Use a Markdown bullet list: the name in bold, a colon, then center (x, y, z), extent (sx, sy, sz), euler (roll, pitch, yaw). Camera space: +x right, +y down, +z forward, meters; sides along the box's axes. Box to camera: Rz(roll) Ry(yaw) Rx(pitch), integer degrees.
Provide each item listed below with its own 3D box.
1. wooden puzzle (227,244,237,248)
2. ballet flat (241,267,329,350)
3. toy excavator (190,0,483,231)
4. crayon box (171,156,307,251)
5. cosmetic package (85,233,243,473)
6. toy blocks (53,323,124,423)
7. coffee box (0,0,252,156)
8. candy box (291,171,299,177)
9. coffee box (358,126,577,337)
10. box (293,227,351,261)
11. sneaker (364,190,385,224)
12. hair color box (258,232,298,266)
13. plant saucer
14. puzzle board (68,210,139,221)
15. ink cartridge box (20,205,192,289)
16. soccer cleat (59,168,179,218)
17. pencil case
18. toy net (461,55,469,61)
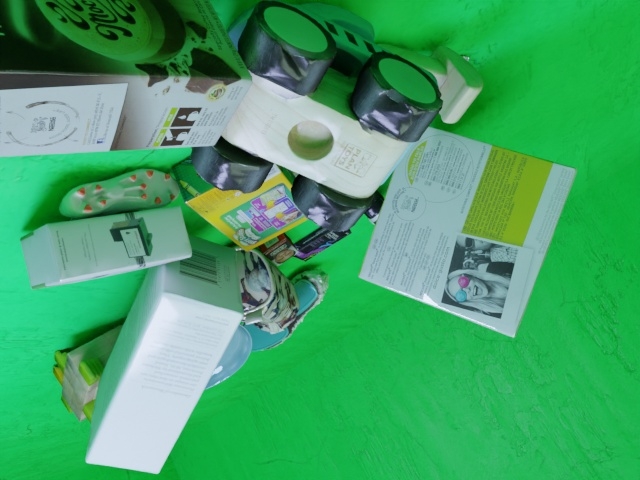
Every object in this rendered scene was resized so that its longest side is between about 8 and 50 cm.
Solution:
- **wooden puzzle**: center (-0.211, 0.024, 1.456), extent (0.116, 0.014, 0.078), euler (-22, 165, -19)
- **ballet flat**: center (-0.108, 0.224, 1.961), extent (0.409, 0.147, 0.147), euler (-41, 158, 32)
- **toy excavator**: center (0.068, -0.231, 0.892), extent (0.433, 0.445, 0.222), euler (22, 131, -15)
- **crayon box**: center (-0.131, -0.087, 1.123), extent (0.165, 0.081, 0.278), euler (-28, 156, 5)
- **cosmetic package**: center (-0.323, 0.231, 1.232), extent (0.161, 0.230, 0.453), euler (20, 116, -22)
- **toy blocks**: center (-0.528, 0.323, 1.587), extent (0.261, 0.191, 0.381), euler (-29, 164, -37)
- **coffee box**: center (-0.243, -0.187, 0.609), extent (0.297, 0.168, 0.119), euler (-12, 156, -41)
- **candy box**: center (-0.036, -0.118, 1.306), extent (0.105, 0.027, 0.206), euler (-37, 159, 19)
- **coffee box**: center (0.323, -0.032, 1.307), extent (0.337, 0.334, 0.338), euler (-3, 111, -70)
- **box**: center (0.000, 0.000, 1.668), extent (0.162, 0.029, 0.116), euler (-34, 161, 11)
- **sneaker**: center (0.135, -0.098, 1.540), extent (0.079, 0.121, 0.217), euler (-42, -165, 4)
- **hair color box**: center (-0.108, 0.016, 1.528), extent (0.072, 0.043, 0.141), euler (-34, 162, 2)
- **plant saucer**: center (-0.326, 0.277, 1.478), extent (0.317, 0.044, 0.317), euler (-16, 140, -14)
- **puzzle board**: center (-0.397, -0.018, 1.080), extent (0.128, 0.011, 0.096), euler (-7, 152, -46)
- **ink cartridge box**: center (-0.348, 0.011, 0.987), extent (0.219, 0.092, 0.160), euler (-13, -179, -41)
- **soccer cleat**: center (-0.322, -0.074, 0.974), extent (0.076, 0.068, 0.196), euler (-11, -177, 45)
- **pencil case**: center (-0.159, 0.146, 1.561), extent (0.160, 0.183, 0.410), euler (-6, 166, 6)
- **toy net**: center (0.214, -0.277, 1.220), extent (0.232, 0.045, 0.122), euler (-36, 160, 21)
